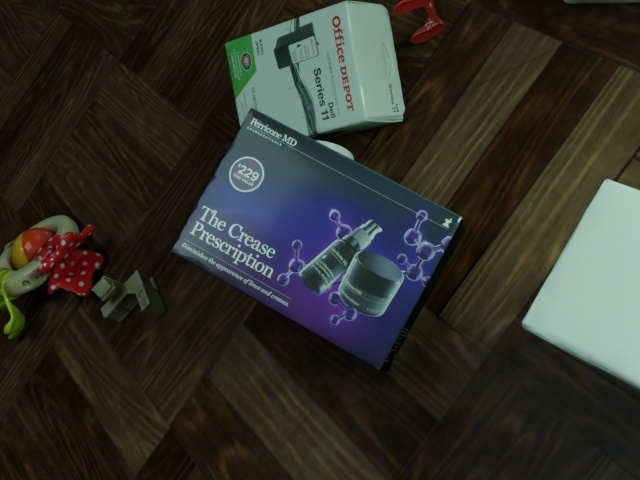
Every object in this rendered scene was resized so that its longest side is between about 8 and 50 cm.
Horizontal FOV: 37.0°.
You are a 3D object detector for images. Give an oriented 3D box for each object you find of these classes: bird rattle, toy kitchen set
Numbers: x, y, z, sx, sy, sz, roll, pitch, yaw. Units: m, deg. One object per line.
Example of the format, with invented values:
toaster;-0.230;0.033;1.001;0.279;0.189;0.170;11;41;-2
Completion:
bird rattle;-0.457;0.028;1.525;0.253;0.143;0.207;-36;31;18
toy kitchen set;-0.280;0.092;1.363;0.083;0.068;0.075;-46;45;14

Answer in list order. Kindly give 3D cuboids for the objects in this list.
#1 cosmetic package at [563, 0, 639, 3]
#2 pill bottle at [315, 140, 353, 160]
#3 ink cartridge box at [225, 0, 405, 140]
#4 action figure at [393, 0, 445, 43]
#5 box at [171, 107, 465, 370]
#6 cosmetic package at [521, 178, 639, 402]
cosmetic package;0.335;-0.421;1.027;0.129;0.153;0.296;13;78;44
pill bottle;-0.010;-0.031;1.166;0.094;0.094;0.169;-3;67;41
ink cartridge box;-0.009;-0.206;1.226;0.208;0.087;0.153;-10;91;38
action figure;0.067;-0.375;1.279;0.139;0.091;0.280;-19;54;16
box;0.000;0.000;1.046;0.261;0.103;0.184;28;85;12
cosmetic package;0.315;0.084;0.712;0.225;0.224;0.138;27;88;46
